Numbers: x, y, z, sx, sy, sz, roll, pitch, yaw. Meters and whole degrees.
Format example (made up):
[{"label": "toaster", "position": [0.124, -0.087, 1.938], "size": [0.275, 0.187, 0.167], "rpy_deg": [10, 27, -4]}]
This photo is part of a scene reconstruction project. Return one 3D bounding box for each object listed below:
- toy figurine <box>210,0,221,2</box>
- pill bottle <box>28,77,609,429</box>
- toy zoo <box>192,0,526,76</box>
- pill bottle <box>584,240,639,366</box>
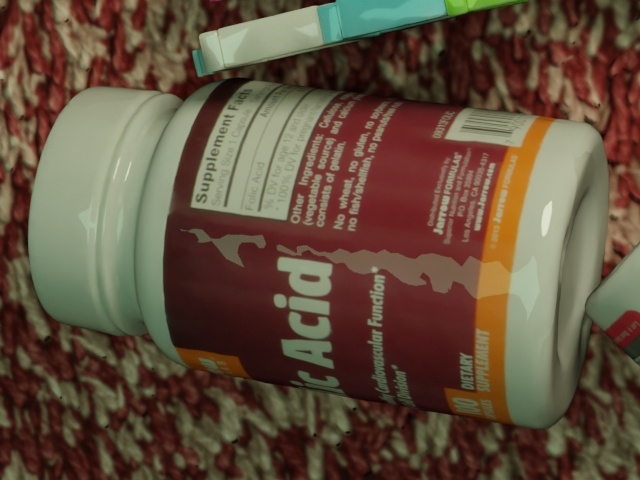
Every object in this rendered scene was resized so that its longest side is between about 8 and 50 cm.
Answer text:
[{"label": "toy figurine", "position": [-0.097, -0.268, 1.375], "size": [0.173, 0.130, 0.159], "rpy_deg": [-43, 99, -3]}, {"label": "pill bottle", "position": [0.000, 0.000, 1.314], "size": [0.392, 0.224, 0.224], "rpy_deg": [8, 103, 17]}, {"label": "toy zoo", "position": [0.040, -0.163, 1.286], "size": [0.293, 0.192, 0.030], "rpy_deg": [-11, 96, 21]}, {"label": "pill bottle", "position": [0.355, 0.092, 1.236], "size": [0.318, 0.176, 0.176], "rpy_deg": [44, 110, 7]}]
